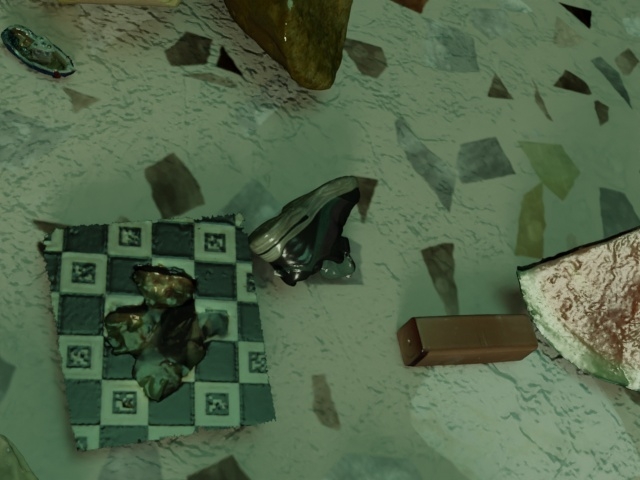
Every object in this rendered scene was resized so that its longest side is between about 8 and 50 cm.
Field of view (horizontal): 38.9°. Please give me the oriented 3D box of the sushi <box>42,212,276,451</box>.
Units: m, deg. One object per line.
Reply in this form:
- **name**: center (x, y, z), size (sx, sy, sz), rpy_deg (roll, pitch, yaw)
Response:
- **sushi**: center (-0.147, 0.082, 0.828), size (0.192, 0.040, 0.210), rpy_deg (-5, 65, -20)

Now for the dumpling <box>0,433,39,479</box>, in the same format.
- **dumpling**: center (-0.249, 0.238, 0.659), size (0.134, 0.100, 0.169), rpy_deg (-29, 99, -1)

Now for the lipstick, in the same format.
- **lipstick**: center (0.156, 0.105, 0.957), size (0.145, 0.045, 0.045), rpy_deg (1, 58, -25)

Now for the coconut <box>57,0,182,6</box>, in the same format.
- **coconut**: center (-0.223, -0.360, 0.945), size (0.259, 0.259, 0.259), rpy_deg (12, 56, -19)

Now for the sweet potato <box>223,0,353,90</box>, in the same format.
- **sweet potato**: center (-0.066, -0.344, 1.065), size (0.157, 0.158, 0.370), rpy_deg (-10, 55, -30)

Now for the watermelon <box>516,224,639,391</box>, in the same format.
- **watermelon**: center (0.323, 0.038, 1.023), size (0.207, 0.202, 0.136), rpy_deg (25, 14, -13)

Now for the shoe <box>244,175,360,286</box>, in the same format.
- **shoe**: center (0.000, 0.000, 0.937), size (0.169, 0.071, 0.099), rpy_deg (-37, 97, -47)

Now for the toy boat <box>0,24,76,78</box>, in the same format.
- **toy boat**: center (-0.287, -0.195, 0.930), size (0.083, 0.038, 0.038), rpy_deg (31, 52, -5)
